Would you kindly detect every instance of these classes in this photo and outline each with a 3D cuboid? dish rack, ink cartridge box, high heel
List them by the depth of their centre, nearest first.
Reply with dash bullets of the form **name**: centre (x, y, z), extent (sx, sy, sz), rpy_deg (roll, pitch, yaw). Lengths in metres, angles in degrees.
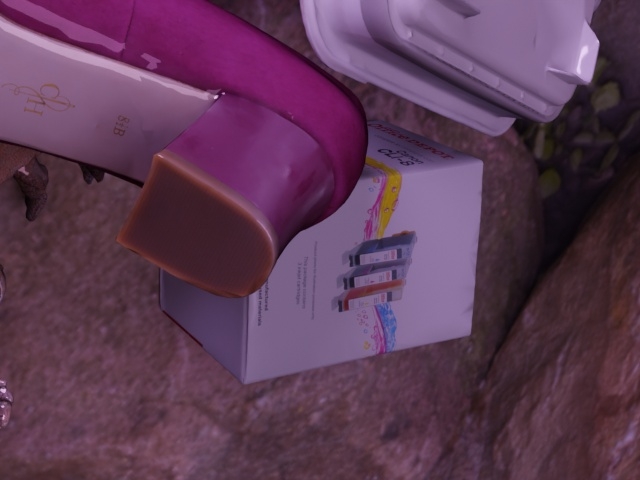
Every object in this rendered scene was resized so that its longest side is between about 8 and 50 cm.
- **high heel**: centre (-0.148, -0.121, 0.689), extent (0.377, 0.181, 0.127), rpy_deg (39, 123, -3)
- **dish rack**: centre (0.116, -0.215, 0.786), extent (0.333, 0.072, 0.286), rpy_deg (11, 91, -62)
- **ink cartridge box**: centre (0.000, 0.000, 0.863), extent (0.176, 0.128, 0.127), rpy_deg (-8, 112, -30)

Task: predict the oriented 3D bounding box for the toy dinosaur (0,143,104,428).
- **toy dinosaur**: centre (-0.244, -0.022, 0.714), extent (0.200, 0.127, 0.296), rpy_deg (24, 89, -29)
